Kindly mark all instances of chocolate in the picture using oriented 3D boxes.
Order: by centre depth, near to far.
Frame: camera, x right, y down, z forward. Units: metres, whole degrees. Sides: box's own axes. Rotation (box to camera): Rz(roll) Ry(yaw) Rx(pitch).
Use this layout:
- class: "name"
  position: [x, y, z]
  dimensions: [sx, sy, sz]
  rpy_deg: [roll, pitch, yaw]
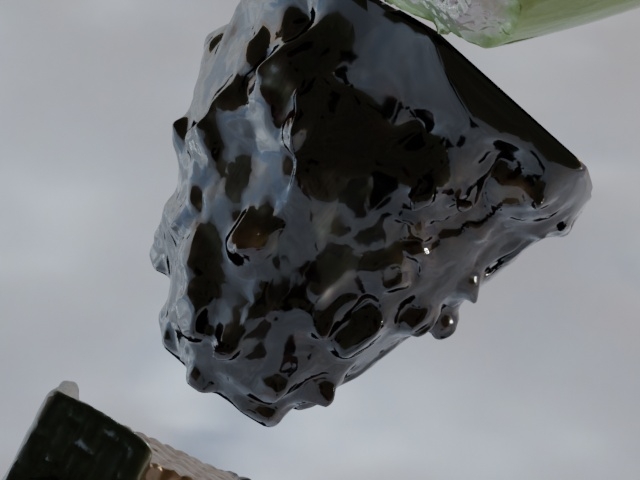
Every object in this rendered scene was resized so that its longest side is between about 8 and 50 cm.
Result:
- class: "chocolate"
  position: [0.000, 0.000, 0.643]
  dimensions: [0.156, 0.156, 0.133]
  rpy_deg: [31, -96, 25]

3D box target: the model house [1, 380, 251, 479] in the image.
- class: "model house"
  position: [-0.125, 0.173, 0.898]
  dimensions: [0.172, 0.183, 0.166]
  rpy_deg: [31, 177, -29]

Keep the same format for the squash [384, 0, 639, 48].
- class: "squash"
  position: [0.119, -0.124, 0.507]
  dimensions: [0.250, 0.083, 0.083]
  rpy_deg: [-29, -130, -15]
